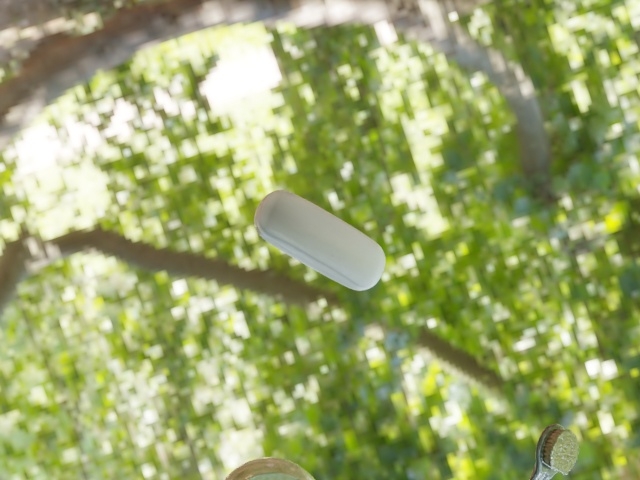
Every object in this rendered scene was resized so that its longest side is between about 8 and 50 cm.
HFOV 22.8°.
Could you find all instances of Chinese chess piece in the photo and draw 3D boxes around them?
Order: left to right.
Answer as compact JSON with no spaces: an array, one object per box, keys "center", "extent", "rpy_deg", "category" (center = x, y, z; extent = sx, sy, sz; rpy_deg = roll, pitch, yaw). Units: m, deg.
[{"center":[-0.065,0.342,1.982],"extent":[0.144,0.144,0.058],"rpy_deg":[-19,-167,-5],"category":"Chinese chess piece"}]

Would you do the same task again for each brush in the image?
[{"center":[0.227,0.333,1.796],"extent":[0.027,0.266,0.062],"rpy_deg":[15,166,45],"category":"brush"}]

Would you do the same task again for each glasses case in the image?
[{"center":[0.000,0.000,1.817],"extent":[0.041,0.164,0.063],"rpy_deg":[-33,-149,64],"category":"glasses case"}]
